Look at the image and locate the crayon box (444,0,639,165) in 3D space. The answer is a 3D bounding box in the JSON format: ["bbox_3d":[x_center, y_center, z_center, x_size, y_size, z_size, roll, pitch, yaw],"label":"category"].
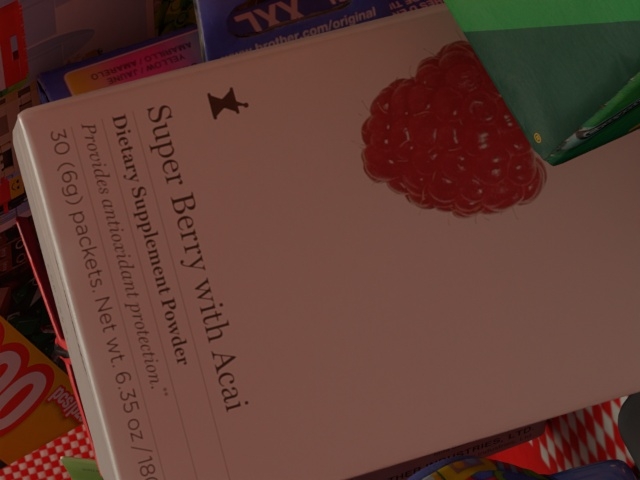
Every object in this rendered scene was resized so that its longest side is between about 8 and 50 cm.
[{"bbox_3d":[0.074,-0.188,0.614,0.278,0.081,0.165,61,151,12],"label":"crayon box"}]

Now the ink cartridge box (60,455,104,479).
[{"bbox_3d":[-0.086,0.209,1.037,0.209,0.109,0.062,77,-156,-52],"label":"ink cartridge box"}]

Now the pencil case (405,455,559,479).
[{"bbox_3d":[0.141,0.211,0.805,0.306,0.133,0.119,34,165,50],"label":"pencil case"}]

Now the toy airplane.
[{"bbox_3d":[-0.136,0.055,0.975,0.151,0.028,0.151,161,90,-79],"label":"toy airplane"}]

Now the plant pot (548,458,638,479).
[{"bbox_3d":[0.104,0.293,1.020,0.212,0.236,0.236,79,172,-64],"label":"plant pot"}]

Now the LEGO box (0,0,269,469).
[{"bbox_3d":[-0.164,-0.123,1.070,0.193,0.372,0.500,39,139,29],"label":"LEGO box"}]

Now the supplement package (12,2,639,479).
[{"bbox_3d":[0.029,-0.005,0.773,0.175,0.292,0.178,-177,71,-79],"label":"supplement package"}]

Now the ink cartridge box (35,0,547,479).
[{"bbox_3d":[0.000,0.000,1.008,0.395,0.270,0.151,89,159,-54],"label":"ink cartridge box"}]

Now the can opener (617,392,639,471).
[{"bbox_3d":[0.215,0.145,0.688,0.095,0.076,0.283,-58,37,31],"label":"can opener"}]
